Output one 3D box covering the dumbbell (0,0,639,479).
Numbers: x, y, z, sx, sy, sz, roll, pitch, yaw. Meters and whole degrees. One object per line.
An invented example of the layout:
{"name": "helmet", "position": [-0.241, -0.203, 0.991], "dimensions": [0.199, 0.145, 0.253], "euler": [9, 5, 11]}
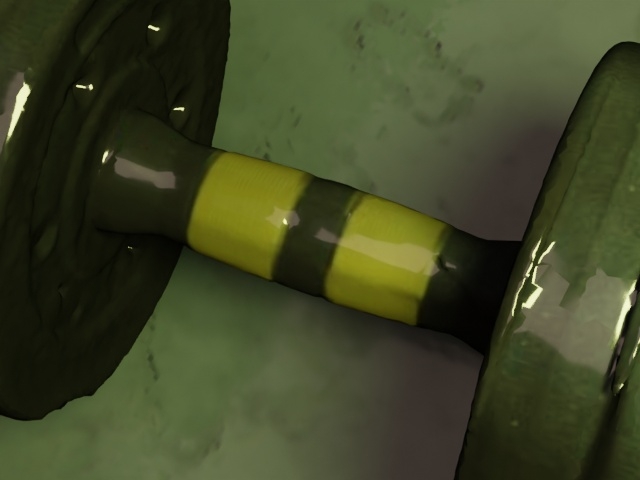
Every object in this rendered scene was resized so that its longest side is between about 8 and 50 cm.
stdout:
{"name": "dumbbell", "position": [0.000, 0.000, 0.558], "dimensions": [0.388, 0.185, 0.185], "euler": [19, 87, 14]}
